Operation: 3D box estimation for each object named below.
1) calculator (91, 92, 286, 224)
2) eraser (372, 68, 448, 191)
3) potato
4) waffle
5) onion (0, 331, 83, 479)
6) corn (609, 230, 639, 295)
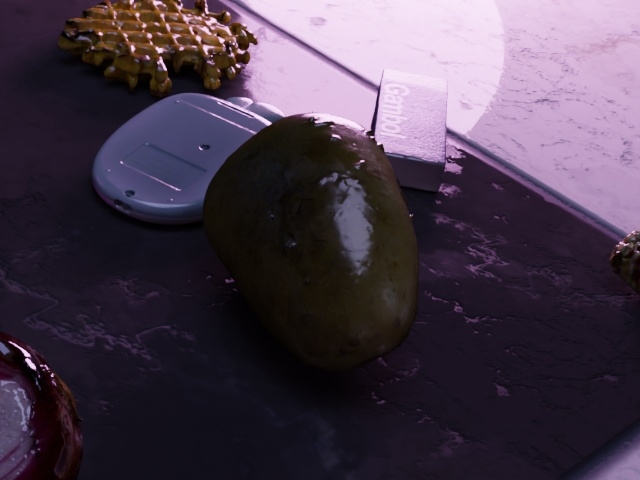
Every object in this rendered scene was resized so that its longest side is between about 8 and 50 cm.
[{"bbox_3d":[-0.142,-0.104,1.743,0.186,0.041,0.299,26,39,20],"label":"calculator"},{"bbox_3d":[0.110,-0.138,1.858,0.092,0.046,0.212,11,34,-1],"label":"eraser"},{"bbox_3d":[0.000,0.000,1.508,0.173,0.210,0.307,41,17,-47],"label":"potato"},{"bbox_3d":[-0.205,-0.260,1.944,0.229,0.051,0.231,18,35,15],"label":"waffle"},{"bbox_3d":[-0.289,0.176,1.253,0.198,0.135,0.173,-30,60,8],"label":"onion"},{"bbox_3d":[0.428,0.067,1.625,0.253,0.086,0.086,33,40,32],"label":"corn"}]
